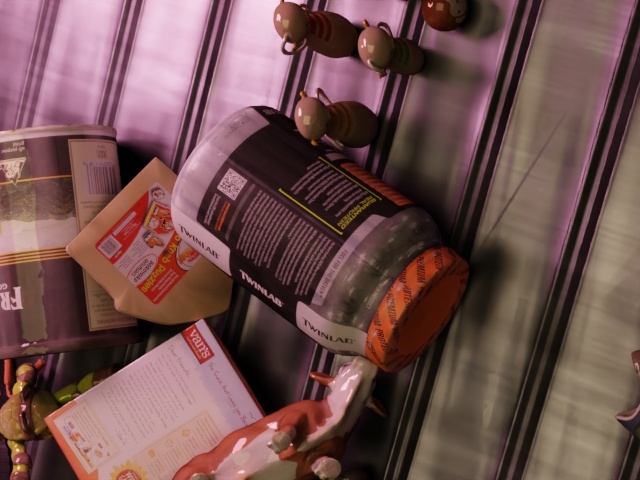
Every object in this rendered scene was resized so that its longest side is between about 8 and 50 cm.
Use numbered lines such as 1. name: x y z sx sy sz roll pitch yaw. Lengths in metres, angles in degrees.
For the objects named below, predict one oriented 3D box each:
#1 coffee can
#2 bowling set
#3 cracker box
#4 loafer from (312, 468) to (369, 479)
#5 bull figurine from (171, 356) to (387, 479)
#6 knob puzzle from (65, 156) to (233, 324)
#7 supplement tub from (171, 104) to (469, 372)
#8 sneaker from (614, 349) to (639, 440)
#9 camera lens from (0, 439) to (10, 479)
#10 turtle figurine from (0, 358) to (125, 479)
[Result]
1. coffee can: -0.341 0.005 1.790 0.201 0.201 0.275 -9 86 29
2. bowling set: 0.049 -0.261 1.592 0.200 0.154 0.287 -23 79 26
3. cracker box: -0.196 0.223 1.733 0.232 0.067 0.156 -32 81 0
4. loafer: -0.071 0.334 1.719 0.302 0.109 0.095 -7 69 23
5. bull figurine: -0.051 0.245 1.614 0.310 0.188 0.101 -36 90 7
6. knob puzzle: -0.190 0.022 1.742 0.030 0.213 0.213 -33 73 60
7. supplement tub: 0.000 0.000 1.606 0.316 0.193 0.194 36 108 24
8. sneaker: 0.367 0.127 1.478 0.086 0.064 0.192 22 105 22
9. camera lens: -0.570 0.302 1.861 0.219 0.274 0.219 -5 78 23
10. turtle figurine: -0.359 0.217 1.840 0.217 0.087 0.269 -13 47 11
